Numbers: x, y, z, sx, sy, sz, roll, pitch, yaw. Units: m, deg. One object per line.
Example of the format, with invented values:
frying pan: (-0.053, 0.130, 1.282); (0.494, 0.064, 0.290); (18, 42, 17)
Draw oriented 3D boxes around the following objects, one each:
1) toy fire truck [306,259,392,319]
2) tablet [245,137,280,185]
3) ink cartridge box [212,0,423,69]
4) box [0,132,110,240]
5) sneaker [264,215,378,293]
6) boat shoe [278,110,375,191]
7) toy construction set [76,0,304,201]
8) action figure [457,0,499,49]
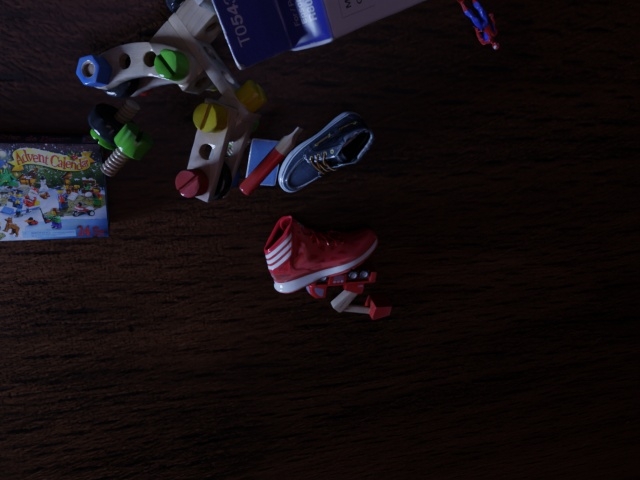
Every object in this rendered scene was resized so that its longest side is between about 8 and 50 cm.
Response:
toy fire truck: (0.059, 0.105, 1.071); (0.192, 0.047, 0.135); (-4, 124, -17)
tablet: (-0.097, -0.133, 0.887); (0.054, 0.006, 0.083); (2, 122, -21)
ink cartridge box: (0.003, -0.389, 0.535); (0.330, 0.071, 0.324); (-35, 119, -29)
box: (-0.444, -0.078, 0.774); (0.233, 0.044, 0.159); (-3, 123, -18)
sneaker: (0.000, 0.000, 0.961); (0.221, 0.087, 0.128); (-28, 118, -16)
boat shoe: (0.006, -0.139, 0.872); (0.183, 0.083, 0.065); (-42, 125, 10)
toy construction set: (-0.128, -0.201, 0.695); (0.237, 0.257, 0.309); (-44, 148, 16)
action figure: (0.267, -0.361, 0.858); (0.038, 0.030, 0.115); (-46, 127, 6)
